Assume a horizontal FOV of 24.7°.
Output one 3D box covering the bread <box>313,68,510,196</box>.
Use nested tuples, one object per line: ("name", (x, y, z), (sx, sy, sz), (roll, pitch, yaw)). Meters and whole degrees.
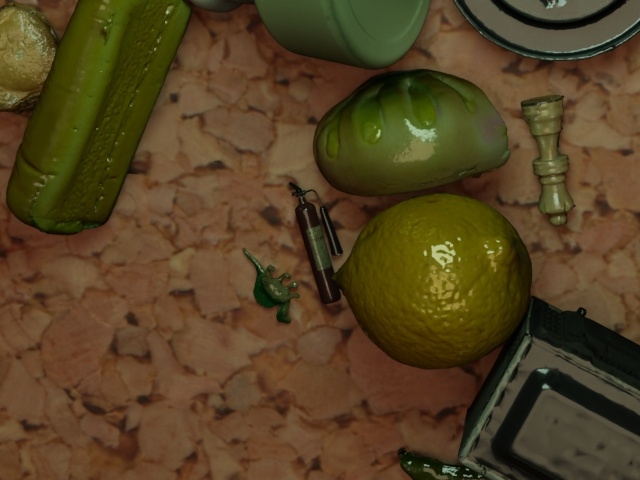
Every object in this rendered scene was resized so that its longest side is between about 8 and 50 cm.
("bread", (0.110, -0.137, 1.903), (0.261, 0.156, 0.158), (-11, 100, 8))

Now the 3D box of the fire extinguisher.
("fire extinguisher", (0.000, 0.000, 2.003), (0.049, 0.035, 0.173), (-14, 101, 12))

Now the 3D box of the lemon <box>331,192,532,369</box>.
("lemon", (0.156, 0.053, 1.885), (0.254, 0.228, 0.228), (-2, 103, 46))

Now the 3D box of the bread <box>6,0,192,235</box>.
("bread", (-0.303, -0.185, 1.937), (0.112, 0.166, 0.383), (39, 114, 35))

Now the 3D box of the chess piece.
("chess piece", (0.306, -0.104, 1.940), (0.060, 0.060, 0.172), (-9, 101, 8))

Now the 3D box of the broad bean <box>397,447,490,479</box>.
("broad bean", (0.231, 0.329, 2.029), (0.256, 0.052, 0.052), (7, 59, 8))

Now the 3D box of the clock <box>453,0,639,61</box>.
("clock", (0.308, -0.390, 1.882), (0.319, 0.066, 0.318), (1, 99, 6))

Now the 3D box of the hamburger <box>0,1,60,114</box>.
("hamburger", (-0.417, -0.245, 1.983), (0.138, 0.083, 0.147), (-33, 96, 7))

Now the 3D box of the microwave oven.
("microwave oven", (0.385, 0.243, 1.880), (0.355, 0.286, 0.218), (29, 101, 5))

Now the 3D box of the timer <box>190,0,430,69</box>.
("timer", (-0.053, -0.365, 1.855), (0.315, 0.291, 0.290), (5, 101, 29))

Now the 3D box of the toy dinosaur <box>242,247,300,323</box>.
("toy dinosaur", (-0.074, 0.062, 2.027), (0.120, 0.029, 0.060), (45, 113, -2))
